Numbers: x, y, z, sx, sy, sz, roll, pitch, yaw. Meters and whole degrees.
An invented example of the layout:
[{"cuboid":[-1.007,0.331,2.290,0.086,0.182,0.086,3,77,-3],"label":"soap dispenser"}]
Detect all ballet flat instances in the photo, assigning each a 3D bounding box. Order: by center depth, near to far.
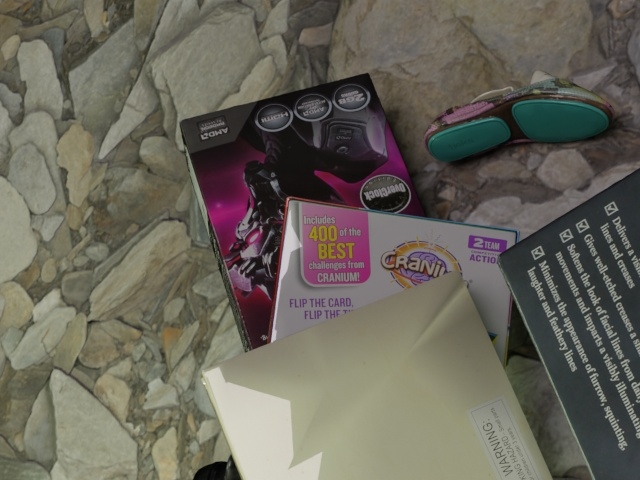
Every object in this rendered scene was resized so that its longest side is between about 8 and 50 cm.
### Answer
[{"cuboid":[0.216,-0.143,1.895,0.221,0.077,0.079,-12,42,29],"label":"ballet flat"}]

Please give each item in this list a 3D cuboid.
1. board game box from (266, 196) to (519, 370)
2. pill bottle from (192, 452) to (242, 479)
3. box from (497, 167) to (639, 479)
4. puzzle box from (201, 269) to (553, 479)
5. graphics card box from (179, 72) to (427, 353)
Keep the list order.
[{"cuboid":[0.063,0.130,1.716,0.242,0.064,0.317,9,74,-3],"label":"board game box"},{"cuboid":[-0.021,0.254,1.820,0.219,0.123,0.123,-21,57,25],"label":"pill bottle"},{"cuboid":[0.411,0.063,1.566,0.395,0.212,0.294,-32,53,18],"label":"box"},{"cuboid":[0.085,0.262,1.620,0.272,0.052,0.409,-20,77,-11],"label":"puzzle box"},{"cuboid":[0.000,0.000,1.892,0.232,0.094,0.371,-15,54,-6],"label":"graphics card box"}]
